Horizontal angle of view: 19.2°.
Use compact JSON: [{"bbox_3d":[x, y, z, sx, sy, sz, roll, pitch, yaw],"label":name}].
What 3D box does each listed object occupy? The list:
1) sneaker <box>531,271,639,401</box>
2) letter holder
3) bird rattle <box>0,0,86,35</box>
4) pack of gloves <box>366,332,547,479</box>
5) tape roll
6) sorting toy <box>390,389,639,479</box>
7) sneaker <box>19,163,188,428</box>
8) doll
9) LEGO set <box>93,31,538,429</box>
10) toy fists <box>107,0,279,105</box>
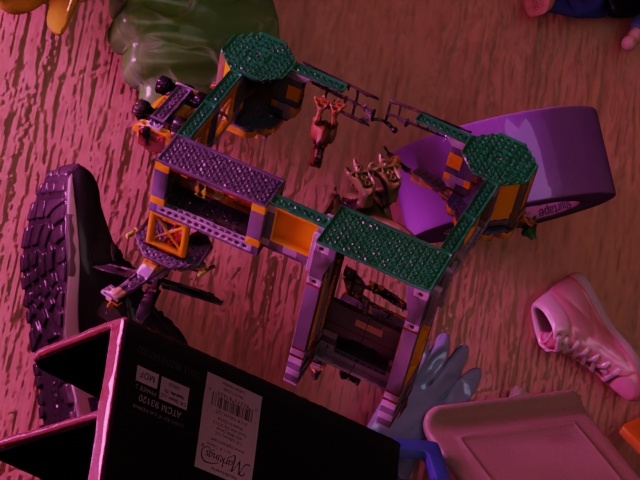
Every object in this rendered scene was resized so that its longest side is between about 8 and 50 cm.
[{"bbox_3d":[0.243,0.101,1.748,0.070,0.051,0.134,-28,82,-26],"label":"sneaker"},{"bbox_3d":[-0.118,0.202,1.492,0.302,0.214,0.152,28,56,-38],"label":"letter holder"},{"bbox_3d":[-0.249,-0.315,1.584,0.143,0.207,0.253,24,86,-59],"label":"bird rattle"},{"bbox_3d":[0.102,0.213,1.690,0.195,0.046,0.232,42,67,-24],"label":"pack of gloves"},{"bbox_3d":[0.161,-0.057,1.676,0.189,0.189,0.080,-9,83,-21],"label":"tape roll"},{"bbox_3d":[0.202,0.221,1.654,0.348,0.047,0.196,-4,43,-32],"label":"sorting toy"},{"bbox_3d":[-0.174,0.076,1.589,0.124,0.107,0.283,-4,89,-29],"label":"sneaker"},{"bbox_3d":[0.284,-0.244,1.832,0.189,0.046,0.129,-6,72,-27],"label":"doll"},{"bbox_3d":[0.000,0.000,1.538,0.331,0.192,0.255,19,44,5],"label":"LEGO set"},{"bbox_3d":[-0.121,-0.238,1.664,0.142,0.096,0.279,4,76,-27],"label":"toy fists"}]
